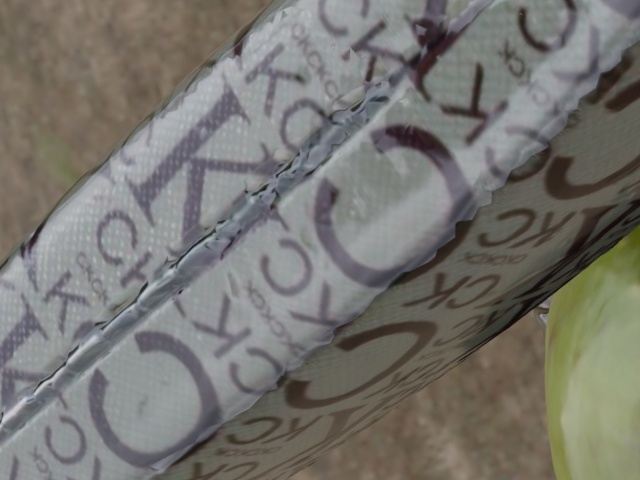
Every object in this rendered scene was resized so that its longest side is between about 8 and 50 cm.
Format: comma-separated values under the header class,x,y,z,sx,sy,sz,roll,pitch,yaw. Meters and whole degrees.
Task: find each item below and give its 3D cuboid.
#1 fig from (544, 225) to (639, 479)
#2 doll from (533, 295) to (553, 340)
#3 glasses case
class,x,y,z,sx,sy,sz,roll,pitch,yaw
fig,0.222,0.060,0.963,0.326,0.258,0.258,-115,20,-61
doll,0.297,0.039,1.412,0.318,0.209,0.340,39,167,-29
glasses case,0.000,0.000,0.479,0.355,0.137,0.085,-40,78,37
